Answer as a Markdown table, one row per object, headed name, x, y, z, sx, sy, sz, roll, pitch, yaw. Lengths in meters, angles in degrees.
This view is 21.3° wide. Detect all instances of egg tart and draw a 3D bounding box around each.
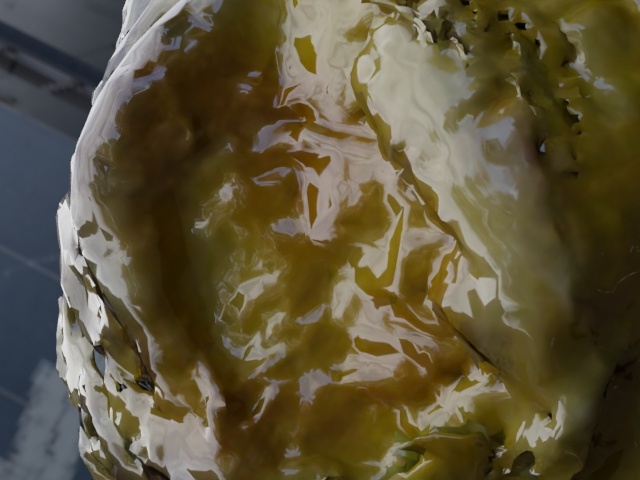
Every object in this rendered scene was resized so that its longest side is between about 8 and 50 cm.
| name | x | y | z | sx | sy | sz | roll | pitch | yaw |
| --- | --- | --- | --- | --- | --- | --- | --- | --- | --- |
| egg tart | 0.000 | 0.000 | 0.548 | 0.132 | 0.297 | 0.297 | 0 | -62 | -52 |
